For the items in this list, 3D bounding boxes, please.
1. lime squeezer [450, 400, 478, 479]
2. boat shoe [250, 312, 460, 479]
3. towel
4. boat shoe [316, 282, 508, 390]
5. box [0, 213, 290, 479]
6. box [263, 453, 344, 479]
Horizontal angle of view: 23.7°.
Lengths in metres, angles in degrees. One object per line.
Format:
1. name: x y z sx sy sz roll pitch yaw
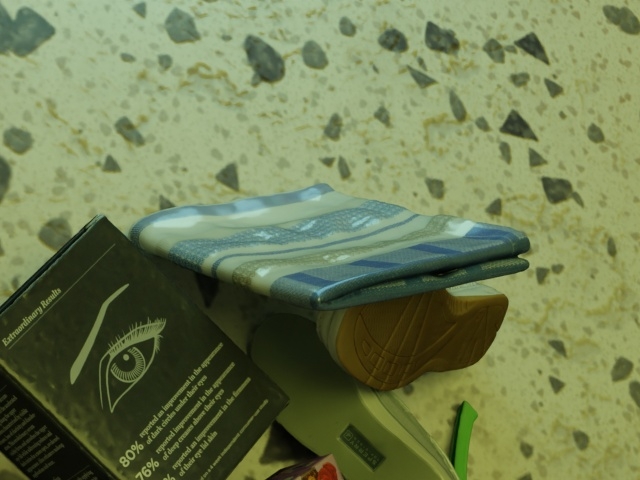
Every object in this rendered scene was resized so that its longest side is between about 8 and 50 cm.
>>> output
1. lime squeezer: 0.065 0.248 1.235 0.310 0.059 0.110 -34 88 -36
2. boat shoe: 0.031 0.152 1.245 0.227 0.079 0.081 47 8 21
3. towel: 0.000 0.000 1.192 0.209 0.285 0.034 -11 106 -33
4. boat shoe: 0.058 0.059 1.255 0.096 0.098 0.277 31 10 26
5. box: -0.155 0.112 1.134 0.207 0.108 0.153 46 54 -4
6. box: -0.044 0.293 1.040 0.293 0.057 0.201 -26 93 -56
